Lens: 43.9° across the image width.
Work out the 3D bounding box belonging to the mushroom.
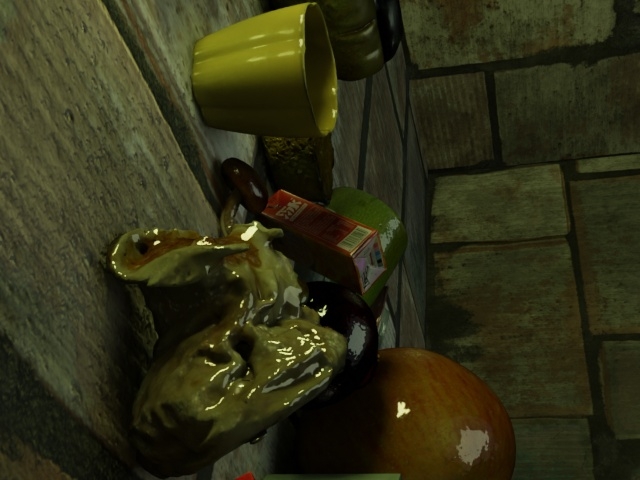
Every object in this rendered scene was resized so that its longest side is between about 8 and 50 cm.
[{"bbox_3d":[-0.114,-0.058,1.187,0.088,0.072,0.130,150,-59,-72],"label":"mushroom"}]

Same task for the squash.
[{"bbox_3d":[0.048,0.070,1.806,0.309,0.210,0.234,-51,144,-28],"label":"squash"}]

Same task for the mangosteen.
[{"bbox_3d":[-0.032,0.145,1.237,0.250,0.211,0.211,41,37,-26],"label":"mangosteen"}]

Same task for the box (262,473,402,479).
[{"bbox_3d":[0.018,0.439,1.235,0.086,0.225,0.130,-33,118,-73],"label":"box"}]

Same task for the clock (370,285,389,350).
[{"bbox_3d":[0.126,0.227,1.911,0.244,0.056,0.245,15,90,-88],"label":"clock"}]

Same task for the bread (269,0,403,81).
[{"bbox_3d":[0.011,-0.468,1.480,0.208,0.251,0.377,-56,146,-28],"label":"bread"}]

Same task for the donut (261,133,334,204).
[{"bbox_3d":[-0.038,-0.193,1.479,0.272,0.107,0.272,-3,90,-81],"label":"donut"}]

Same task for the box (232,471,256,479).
[{"bbox_3d":[-0.078,0.417,1.126,0.100,0.048,0.152,50,-18,57],"label":"box"}]

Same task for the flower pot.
[{"bbox_3d":[-0.081,-0.237,1.148,0.195,0.179,0.195,-3,90,-75],"label":"flower pot"}]

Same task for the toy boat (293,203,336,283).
[{"bbox_3d":[-0.006,0.063,1.467,0.078,0.085,0.261,32,-62,53],"label":"toy boat"}]

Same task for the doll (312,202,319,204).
[{"bbox_3d":[-0.004,-0.034,1.616,0.195,0.070,0.096,71,4,-65],"label":"doll"}]

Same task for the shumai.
[{"bbox_3d":[-0.137,0.104,0.915,0.262,0.267,0.314,57,-18,6],"label":"shumai"}]

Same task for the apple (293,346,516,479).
[{"bbox_3d":[0.148,0.394,1.428,0.334,0.400,0.401,-104,-179,-63],"label":"apple"}]

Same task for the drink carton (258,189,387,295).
[{"bbox_3d":[0.000,0.000,1.319,0.071,0.222,0.096,-43,138,-26],"label":"drink carton"}]
